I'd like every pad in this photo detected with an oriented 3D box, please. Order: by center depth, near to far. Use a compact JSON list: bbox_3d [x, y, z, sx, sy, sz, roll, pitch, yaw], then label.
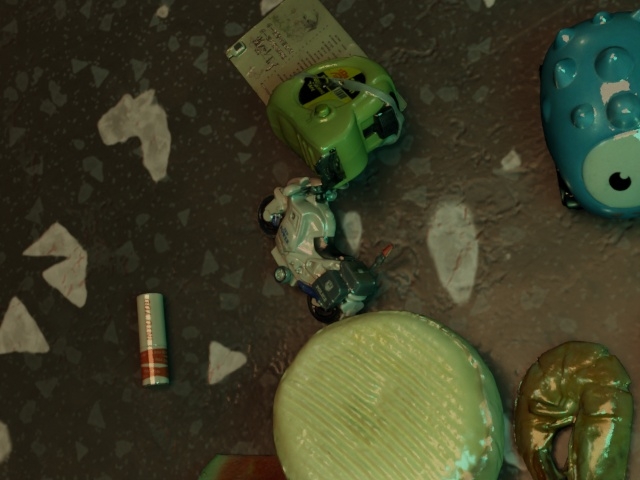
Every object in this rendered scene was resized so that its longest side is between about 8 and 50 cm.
[{"bbox_3d":[-0.012,-0.235,1.421,0.159,0.009,0.265,-40,68,7],"label":"pad"}]

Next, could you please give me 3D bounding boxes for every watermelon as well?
[{"bbox_3d":[-0.063,0.352,1.288,0.202,0.136,0.207,-11,38,-20],"label":"watermelon"}]

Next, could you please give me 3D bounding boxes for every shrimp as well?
[{"bbox_3d":[0.298,0.252,1.170,0.145,0.061,0.267,-5,79,28],"label":"shrimp"}]

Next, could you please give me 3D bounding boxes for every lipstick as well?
[{"bbox_3d":[-0.237,0.142,1.399,0.038,0.038,0.131,-12,74,17],"label":"lipstick"}]

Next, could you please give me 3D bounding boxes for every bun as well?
[{"bbox_3d":[0.084,0.225,1.208,0.287,0.146,0.287,-6,64,13],"label":"bun"}]

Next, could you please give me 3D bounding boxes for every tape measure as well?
[{"bbox_3d":[0.021,-0.167,1.321,0.175,0.106,0.200,-32,40,-13],"label":"tape measure"}]

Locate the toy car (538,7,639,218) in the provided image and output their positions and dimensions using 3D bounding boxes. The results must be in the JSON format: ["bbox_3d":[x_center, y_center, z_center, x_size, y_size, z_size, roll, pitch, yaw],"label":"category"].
[{"bbox_3d":[0.355,-0.157,1.173,0.188,0.190,0.255,-10,76,17],"label":"toy car"}]

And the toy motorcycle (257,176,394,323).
[{"bbox_3d":[0.000,0.000,1.320,0.150,0.102,0.221,-46,63,28],"label":"toy motorcycle"}]
